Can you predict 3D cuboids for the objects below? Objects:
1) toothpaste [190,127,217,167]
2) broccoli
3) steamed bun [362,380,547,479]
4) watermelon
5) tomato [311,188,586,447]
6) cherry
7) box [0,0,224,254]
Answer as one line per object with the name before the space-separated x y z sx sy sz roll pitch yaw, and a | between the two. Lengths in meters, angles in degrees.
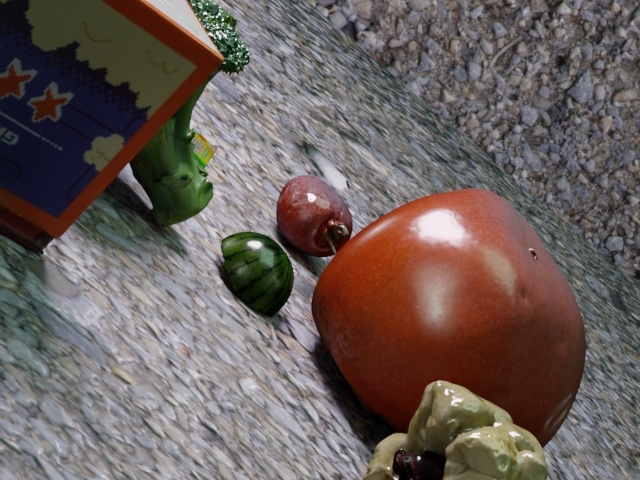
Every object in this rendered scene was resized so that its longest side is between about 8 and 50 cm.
toothpaste | -0.163 -0.095 2.192 0.043 0.037 0.178 45 13 -7
broccoli | -0.187 -0.145 1.943 0.269 0.254 0.269 -15 90 -78
steamed bun | 0.119 0.222 1.793 0.106 0.177 0.192 43 14 -30
watermelon | -0.066 0.031 2.055 0.105 0.062 0.105 50 15 -18
tomato | 0.163 0.100 2.077 0.341 0.273 0.341 42 14 -12
cherry | 0.000 0.000 2.302 0.107 0.090 0.225 48 17 -43
box | -0.325 -0.236 1.672 0.318 0.257 0.349 34 16 -42
